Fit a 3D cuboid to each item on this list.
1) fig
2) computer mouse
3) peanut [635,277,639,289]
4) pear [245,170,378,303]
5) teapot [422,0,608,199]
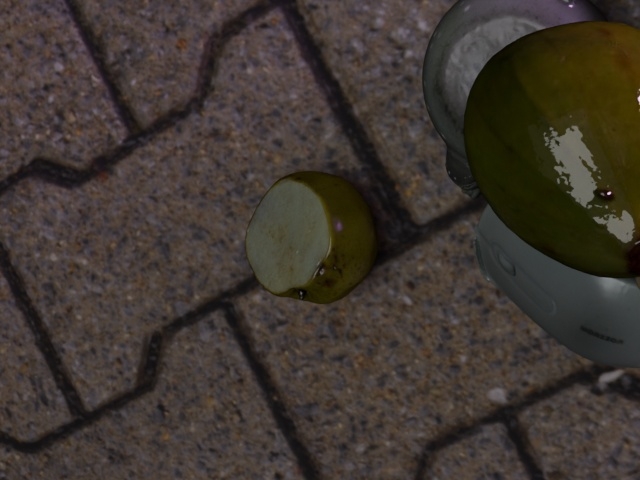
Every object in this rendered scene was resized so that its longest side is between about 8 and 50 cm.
[{"bbox_3d":[0.231,-0.069,1.324,0.203,0.203,0.225,-49,37,26],"label":"fig"},{"bbox_3d":[0.239,0.044,1.517,0.231,0.079,0.128,27,138,25],"label":"computer mouse"},{"bbox_3d":[0.403,-0.036,1.388,0.290,0.130,0.130,-31,83,12],"label":"peanut"},{"bbox_3d":[0.000,0.000,1.647,0.141,0.104,0.141,-12,73,42],"label":"pear"},{"bbox_3d":[0.195,-0.154,1.500,0.193,0.129,0.294,37,112,16],"label":"teapot"}]
